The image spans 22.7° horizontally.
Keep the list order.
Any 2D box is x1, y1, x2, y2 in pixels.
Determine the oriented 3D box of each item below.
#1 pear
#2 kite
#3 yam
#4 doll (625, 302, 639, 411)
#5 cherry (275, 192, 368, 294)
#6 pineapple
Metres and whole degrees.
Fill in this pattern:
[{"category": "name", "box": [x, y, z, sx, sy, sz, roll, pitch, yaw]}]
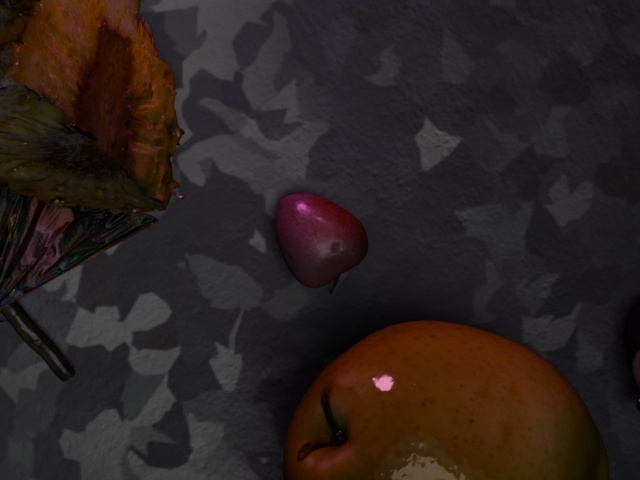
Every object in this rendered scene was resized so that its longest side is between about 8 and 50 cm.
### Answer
[{"category": "pear", "box": [0.149, 0.277, 1.902, 0.418, 0.362, 0.363, 17, 94, -40]}, {"category": "kite", "box": [-0.365, -0.014, 1.918, 0.321, 0.016, 0.234, 18, 85, -15]}, {"category": "yam", "box": [-0.381, 0.081, 1.939, 0.029, 0.027, 0.234, -31, 104, 33]}, {"category": "doll", "box": [0.509, 0.141, 2.064, 0.234, 0.143, 0.135, -16, 124, -9]}, {"category": "cherry", "box": [-0.003, 0.003, 1.967, 0.126, 0.087, 0.106, 34, 86, -16]}, {"category": "pineapple", "box": [-0.317, -0.201, 1.856, 0.209, 0.344, 0.286, -10, 61, 24]}]
